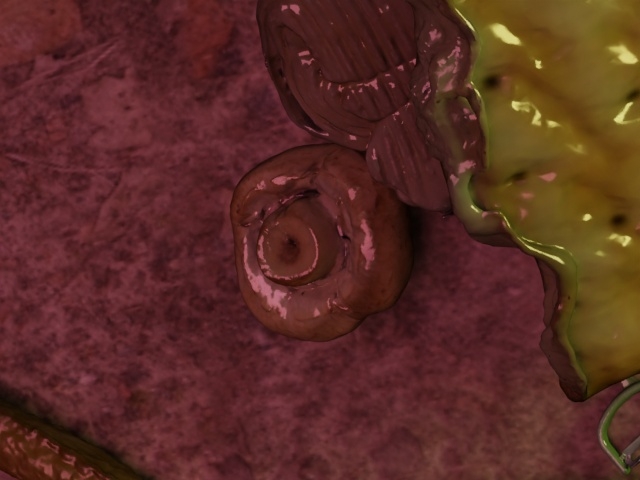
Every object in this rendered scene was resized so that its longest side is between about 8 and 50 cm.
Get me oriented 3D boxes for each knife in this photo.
[{"bbox_3d":[0.259,0.072,1.279,0.212,0.015,0.054,-47,72,25],"label":"knife"}]

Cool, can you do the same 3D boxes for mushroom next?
[{"bbox_3d":[0.000,0.000,1.331,0.148,0.112,0.148,1,94,20],"label":"mushroom"}]

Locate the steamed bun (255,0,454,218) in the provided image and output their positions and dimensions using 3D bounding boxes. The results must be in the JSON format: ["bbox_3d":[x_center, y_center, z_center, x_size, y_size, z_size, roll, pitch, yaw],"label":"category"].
[{"bbox_3d":[0.079,-0.135,1.254,0.218,0.144,0.211,-26,114,10],"label":"steamed bun"}]

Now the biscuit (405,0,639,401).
[{"bbox_3d":[0.179,-0.054,1.181,0.329,0.078,0.335,8,112,-16],"label":"biscuit"}]

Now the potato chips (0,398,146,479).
[{"bbox_3d":[-0.280,0.155,1.519,0.407,0.057,0.080,20,104,20],"label":"potato chips"}]
